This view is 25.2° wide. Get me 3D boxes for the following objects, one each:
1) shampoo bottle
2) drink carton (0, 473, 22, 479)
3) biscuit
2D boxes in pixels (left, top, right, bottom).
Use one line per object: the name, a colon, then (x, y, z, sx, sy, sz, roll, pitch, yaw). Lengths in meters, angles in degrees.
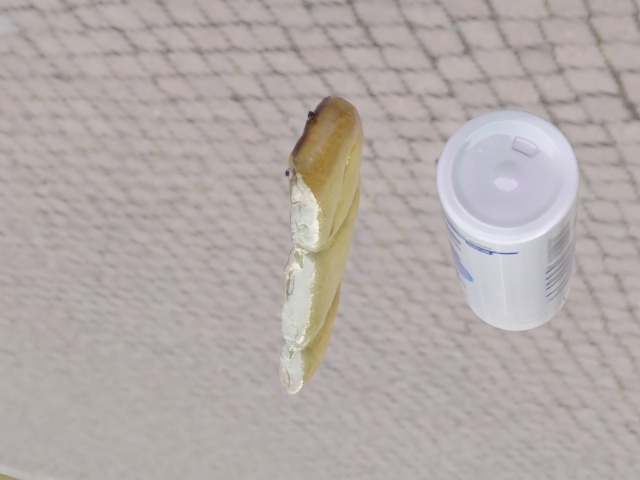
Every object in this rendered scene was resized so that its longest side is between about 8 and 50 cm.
shampoo bottle: (0.138, 0.001, 1.029, 0.092, 0.092, 0.303, 13, 166, 12)
drink carton: (-0.256, 0.275, 1.350, 0.200, 0.074, 0.084, 16, 157, 13)
biscuit: (0.001, -0.001, 1.379, 0.045, 0.154, 0.299, 15, 130, 13)
